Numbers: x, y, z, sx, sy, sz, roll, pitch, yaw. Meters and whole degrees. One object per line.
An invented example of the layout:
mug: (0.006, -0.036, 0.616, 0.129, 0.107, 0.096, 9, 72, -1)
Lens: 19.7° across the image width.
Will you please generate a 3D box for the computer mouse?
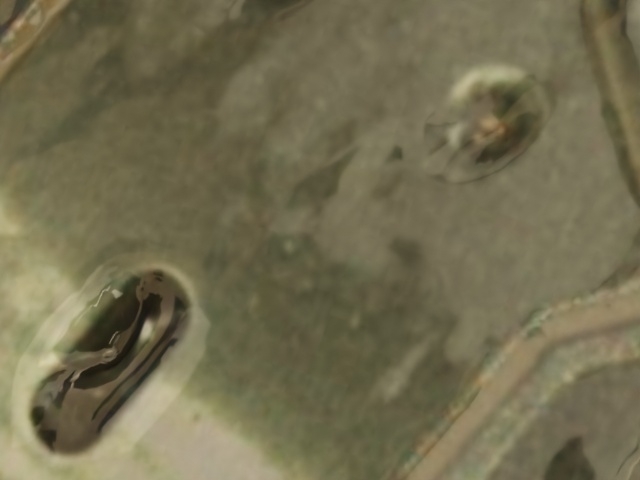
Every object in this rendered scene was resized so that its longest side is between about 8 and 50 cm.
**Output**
computer mouse: (0.001, 0.002, 0.374, 0.199, 0.389, 0.115, 43, 3, 18)
